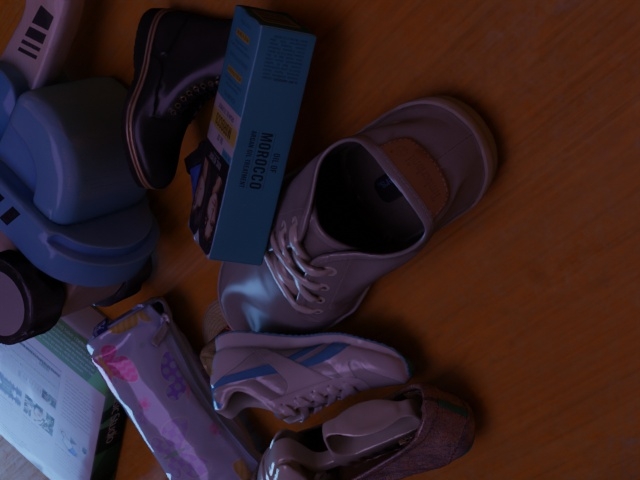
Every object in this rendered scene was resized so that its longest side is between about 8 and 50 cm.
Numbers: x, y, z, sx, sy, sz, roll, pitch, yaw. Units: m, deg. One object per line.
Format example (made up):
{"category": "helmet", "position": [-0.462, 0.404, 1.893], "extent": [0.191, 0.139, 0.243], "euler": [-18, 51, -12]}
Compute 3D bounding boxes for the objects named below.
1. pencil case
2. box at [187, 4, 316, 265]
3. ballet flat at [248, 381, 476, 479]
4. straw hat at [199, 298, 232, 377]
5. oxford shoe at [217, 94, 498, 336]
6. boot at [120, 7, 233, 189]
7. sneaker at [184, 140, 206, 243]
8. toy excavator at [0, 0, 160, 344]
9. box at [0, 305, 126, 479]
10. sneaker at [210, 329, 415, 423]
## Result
{"category": "pencil case", "position": [-0.175, 0.202, 1.577], "extent": [0.124, 0.113, 0.273], "euler": [-33, 88, 22]}
{"category": "box", "position": [-0.073, -0.106, 1.281], "extent": [0.100, 0.060, 0.244], "euler": [-130, 51, -61]}
{"category": "ballet flat", "position": [0.013, 0.228, 1.364], "extent": [0.316, 0.106, 0.107], "euler": [-29, 49, 22]}
{"category": "straw hat", "position": [-0.109, 0.139, 1.520], "extent": [0.145, 0.061, 0.144], "euler": [20, 124, 34]}
{"category": "oxford shoe", "position": [0.000, 0.000, 1.301], "extent": [0.169, 0.130, 0.449], "euler": [52, 139, 0]}
{"category": "boot", "position": [-0.137, -0.148, 1.355], "extent": [0.137, 0.077, 0.197], "euler": [8, 100, 33]}
{"category": "sneaker", "position": [-0.122, -0.057, 1.433], "extent": [0.152, 0.058, 0.084], "euler": [100, 162, -65]}
{"category": "toy excavator", "position": [-0.323, -0.173, 1.471], "extent": [0.433, 0.222, 0.445], "euler": [44, 121, 15]}
{"category": "box", "position": [-0.374, 0.205, 1.797], "extent": [0.232, 0.058, 0.322], "euler": [36, 133, 22]}
{"category": "sneaker", "position": [-0.009, 0.151, 1.373], "extent": [0.229, 0.087, 0.092], "euler": [-2, 68, 20]}
